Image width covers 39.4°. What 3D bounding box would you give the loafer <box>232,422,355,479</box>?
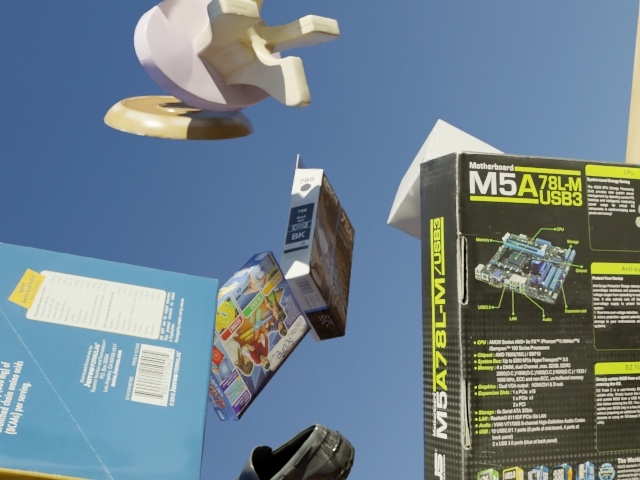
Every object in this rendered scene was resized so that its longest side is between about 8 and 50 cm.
[{"bbox_3d":[-0.061,0.278,1.068,0.078,0.223,0.076,48,-152,-19],"label":"loafer"}]

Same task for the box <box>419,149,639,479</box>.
[{"bbox_3d":[0.144,0.051,0.462,0.191,0.045,0.184,1,-97,-22],"label":"box"}]

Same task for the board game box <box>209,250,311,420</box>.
[{"bbox_3d":[-0.097,0.124,1.194,0.201,0.035,0.136,-47,-61,-47],"label":"board game box"}]

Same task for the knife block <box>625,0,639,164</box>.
[{"bbox_3d":[0.300,-0.059,0.728,0.242,0.088,0.275,-36,-82,-22],"label":"knife block"}]

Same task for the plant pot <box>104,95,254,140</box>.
[{"bbox_3d":[-0.223,-0.199,1.422,0.236,0.236,0.032,-19,-61,-53],"label":"plant pot"}]

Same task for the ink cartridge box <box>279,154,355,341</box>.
[{"bbox_3d":[0.000,0.000,1.574,0.332,0.065,0.165,-85,-27,-46],"label":"ink cartridge box"}]

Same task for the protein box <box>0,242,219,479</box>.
[{"bbox_3d":[-0.186,0.122,0.623,0.199,0.201,0.136,-92,16,-51],"label":"protein box"}]

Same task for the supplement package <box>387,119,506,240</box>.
[{"bbox_3d":[0.186,-0.041,1.046,0.105,0.179,0.105,-60,3,37],"label":"supplement package"}]

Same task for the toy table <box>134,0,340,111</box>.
[{"bbox_3d":[-0.109,-0.291,1.291,0.274,0.161,0.252,-25,-84,-52],"label":"toy table"}]
